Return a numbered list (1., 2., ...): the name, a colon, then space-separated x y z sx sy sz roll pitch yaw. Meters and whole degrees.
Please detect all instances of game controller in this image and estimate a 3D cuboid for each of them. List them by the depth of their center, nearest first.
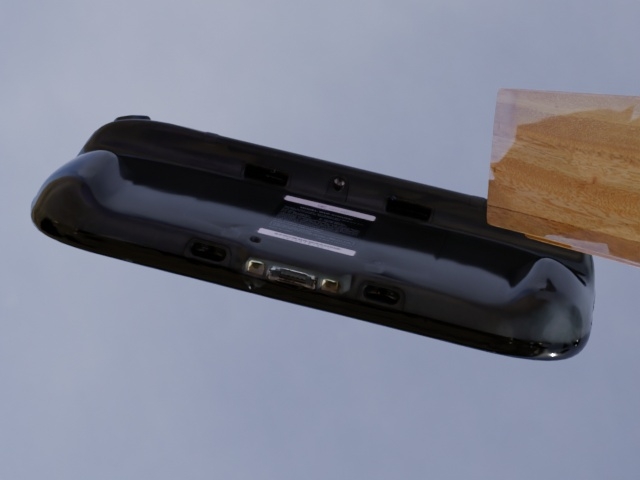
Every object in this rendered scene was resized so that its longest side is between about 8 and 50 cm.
1. game controller: 0.000 0.000 0.958 0.319 0.166 0.067 13 -63 8

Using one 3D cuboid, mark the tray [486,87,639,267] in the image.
1. tray: 0.232 -0.010 0.633 0.411 0.202 0.076 -160 -106 -74
